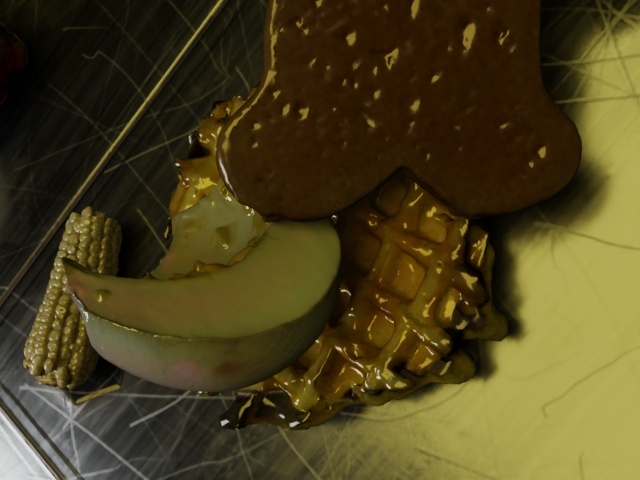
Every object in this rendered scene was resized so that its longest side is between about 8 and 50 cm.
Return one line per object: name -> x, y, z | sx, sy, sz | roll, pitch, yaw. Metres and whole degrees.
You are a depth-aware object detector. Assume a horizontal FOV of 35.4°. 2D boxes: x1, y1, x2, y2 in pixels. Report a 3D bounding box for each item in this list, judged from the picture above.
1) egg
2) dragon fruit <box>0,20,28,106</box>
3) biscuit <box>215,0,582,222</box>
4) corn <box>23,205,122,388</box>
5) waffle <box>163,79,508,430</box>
egg -> -0.094, 0.062, 0.928 | 0.206, 0.271, 0.162 | 26, 133, 15
dragon fruit -> -0.445, -0.237, 1.229 | 0.148, 0.224, 0.218 | -28, 111, -17
biscuit -> 0.088, -0.215, 0.886 | 0.368, 0.076, 0.394 | -1, 99, -5
corn -> -0.284, 0.068, 1.167 | 0.087, 0.087, 0.211 | 12, 83, 24
waffle -> 0.000, 0.000, 1.047 | 0.382, 0.095, 0.380 | -14, 78, 24
